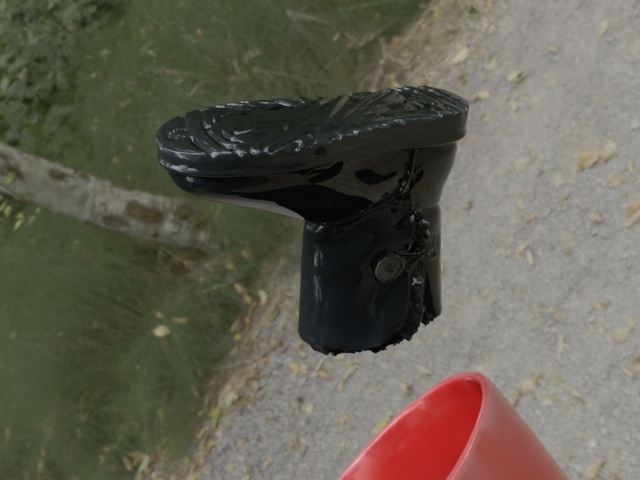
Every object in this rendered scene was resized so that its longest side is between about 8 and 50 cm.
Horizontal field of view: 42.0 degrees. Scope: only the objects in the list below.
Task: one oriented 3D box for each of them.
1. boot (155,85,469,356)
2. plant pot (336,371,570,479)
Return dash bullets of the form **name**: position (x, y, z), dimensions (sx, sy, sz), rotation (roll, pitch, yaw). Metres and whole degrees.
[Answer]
- **boot**: position (0.000, 0.000, 0.627), dimensions (0.094, 0.246, 0.207), rotation (40, 134, 48)
- **plant pot**: position (0.141, 0.294, 0.737), dimensions (0.275, 0.243, 0.275), rotation (-48, 2, 2)
